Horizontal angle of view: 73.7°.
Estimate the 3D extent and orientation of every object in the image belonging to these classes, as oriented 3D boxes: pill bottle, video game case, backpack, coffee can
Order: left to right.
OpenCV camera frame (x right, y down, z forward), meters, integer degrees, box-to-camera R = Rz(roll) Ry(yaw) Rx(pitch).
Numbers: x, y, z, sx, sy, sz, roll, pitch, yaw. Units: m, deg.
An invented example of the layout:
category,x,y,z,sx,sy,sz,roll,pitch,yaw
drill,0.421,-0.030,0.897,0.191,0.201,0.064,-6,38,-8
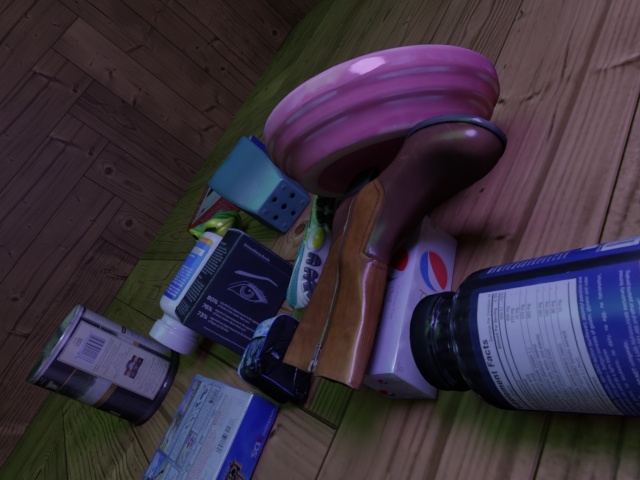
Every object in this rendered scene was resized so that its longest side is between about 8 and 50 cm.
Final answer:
category,x,y,z,sx,sy,sz,roll,pitch,yaw
coffee can,-0.530,0.311,1.066,0.201,0.275,0.201,-40,29,27
video game case,-0.200,0.368,0.690,0.244,0.061,0.269,-12,48,52
pill bottle,-0.284,0.128,1.023,0.152,0.152,0.272,4,61,60
backpack,-0.066,0.177,0.654,0.084,0.105,0.114,-28,30,40
pill bottle,0.185,0.073,0.341,0.219,0.123,0.123,-21,40,49

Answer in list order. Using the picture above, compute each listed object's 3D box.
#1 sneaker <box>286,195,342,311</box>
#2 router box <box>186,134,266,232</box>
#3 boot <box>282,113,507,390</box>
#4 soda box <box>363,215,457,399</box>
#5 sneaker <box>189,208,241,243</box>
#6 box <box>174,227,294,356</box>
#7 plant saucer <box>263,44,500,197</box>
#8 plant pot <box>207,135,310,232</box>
category,x,y,z,sx,sy,sz,roll,pitch,yaw
sneaker,0.000,0.000,0.773,0.110,0.107,0.275,-33,31,54
router box,-0.348,-0.200,1.614,0.301,0.082,0.335,-35,31,33
boot,0.064,0.018,0.468,0.264,0.096,0.280,-15,46,54
soda box,0.107,0.075,0.522,0.069,0.074,0.216,-24,38,47
sneaker,-0.333,-0.030,1.385,0.123,0.109,0.295,-41,16,-30
box,-0.165,0.102,0.857,0.207,0.153,0.108,-58,25,-11
plant saucer,0.089,-0.140,0.612,0.332,0.332,0.084,-24,73,46
plant pot,-0.143,-0.127,1.092,0.165,0.166,0.234,-52,42,2
